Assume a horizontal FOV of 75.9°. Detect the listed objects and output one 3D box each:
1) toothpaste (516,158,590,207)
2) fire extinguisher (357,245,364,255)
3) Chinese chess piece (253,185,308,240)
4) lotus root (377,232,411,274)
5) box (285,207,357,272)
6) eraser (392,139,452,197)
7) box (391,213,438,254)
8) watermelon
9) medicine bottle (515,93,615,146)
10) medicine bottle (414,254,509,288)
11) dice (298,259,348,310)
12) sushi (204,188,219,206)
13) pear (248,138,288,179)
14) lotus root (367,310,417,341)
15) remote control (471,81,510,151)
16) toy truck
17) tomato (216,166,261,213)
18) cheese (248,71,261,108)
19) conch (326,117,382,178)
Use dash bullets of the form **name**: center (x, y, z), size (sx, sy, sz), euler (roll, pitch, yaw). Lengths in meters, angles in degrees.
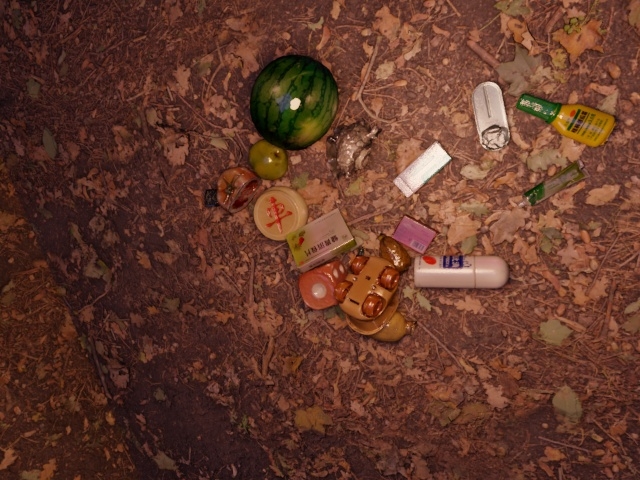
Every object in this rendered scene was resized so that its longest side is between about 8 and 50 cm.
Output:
- **toothpaste**: center (0.821, -0.190, 1.463), size (0.248, 0.047, 0.078), euler (-34, 92, 21)
- **fire extinguisher**: center (0.171, 0.060, 1.765), size (0.038, 0.025, 0.083), euler (20, 108, 40)
- **Chinese chess piece**: center (-0.177, -0.118, 1.821), size (0.251, 0.097, 0.250), euler (4, 103, 20)
- **lotus root**: center (0.293, 0.050, 1.683), size (0.108, 0.094, 0.190), euler (-30, 84, 1)
- **box**: center (-0.001, 0.000, 1.718), size (0.261, 0.062, 0.175), euler (-28, 57, 5)
- **eraser**: center (0.396, -0.276, 1.599), size (0.225, 0.052, 0.095), euler (-43, 87, 21)
- **box**: center (0.378, -0.027, 1.652), size (0.156, 0.060, 0.111), euler (31, 110, 10)
- **watermelon**: center (-0.100, -0.531, 1.580), size (0.364, 0.363, 0.362), euler (4, 102, 20)
- **medicine bottle**: center (0.824, -0.421, 1.398), size (0.309, 0.076, 0.111), euler (27, 107, 15)
- **medicine bottle**: center (0.541, 0.122, 1.581), size (0.341, 0.130, 0.130), euler (0, 100, 21)
- **dice**: center (0.022, 0.187, 1.767), size (0.175, 0.179, 0.173), euler (-22, 93, 28)
- **sushi**: center (-0.501, -0.203, 1.951), size (0.085, 0.056, 0.083), euler (-2, 92, 22)
- **pear**: center (-0.238, -0.339, 1.776), size (0.216, 0.166, 0.180), euler (-20, 106, 48)
- **lotus root**: center (0.247, 0.349, 1.730), size (0.304, 0.130, 0.146), euler (10, 136, 21)
- **remote control**: center (0.615, -0.446, 1.483), size (0.104, 0.052, 0.247), euler (-10, 97, 23)
- **toy truck**: center (0.190, 0.209, 1.623), size (0.205, 0.211, 0.287), euler (22, 71, 35)
- **tomato**: center (-0.384, -0.242, 1.836), size (0.155, 0.181, 0.214), euler (43, 108, 15)
- **cheese**: center (-0.227, -0.617, 1.746), size (0.123, 0.094, 0.167), euler (25, 113, 4)
- **conch**: center (0.121, -0.336, 1.586), size (0.186, 0.313, 0.240), euler (24, 70, -20)
